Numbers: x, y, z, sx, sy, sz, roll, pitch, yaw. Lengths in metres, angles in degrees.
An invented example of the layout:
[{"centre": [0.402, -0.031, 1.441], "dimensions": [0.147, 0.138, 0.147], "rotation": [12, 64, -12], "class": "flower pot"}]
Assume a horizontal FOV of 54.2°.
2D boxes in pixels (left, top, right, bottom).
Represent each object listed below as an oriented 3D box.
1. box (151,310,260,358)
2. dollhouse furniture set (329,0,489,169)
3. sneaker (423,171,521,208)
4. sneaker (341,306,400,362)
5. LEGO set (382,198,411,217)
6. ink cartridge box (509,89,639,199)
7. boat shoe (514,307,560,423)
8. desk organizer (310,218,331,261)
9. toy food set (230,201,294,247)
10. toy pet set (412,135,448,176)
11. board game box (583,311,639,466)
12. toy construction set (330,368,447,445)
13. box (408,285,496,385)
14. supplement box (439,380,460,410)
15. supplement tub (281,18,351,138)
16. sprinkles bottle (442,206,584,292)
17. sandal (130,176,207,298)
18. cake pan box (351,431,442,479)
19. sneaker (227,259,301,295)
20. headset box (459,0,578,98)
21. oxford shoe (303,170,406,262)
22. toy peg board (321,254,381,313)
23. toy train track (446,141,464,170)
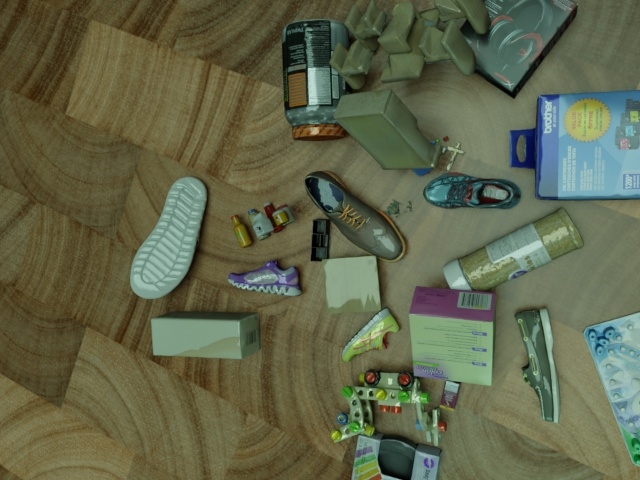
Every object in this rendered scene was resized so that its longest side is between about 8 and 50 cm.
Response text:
[{"centre": [-0.361, 0.294, 1.970], "dimensions": [0.312, 0.148, 0.121], "rotation": [-1, 94, 20], "class": "box"}, {"centre": [0.229, -0.418, 1.635], "dimensions": [0.362, 0.256, 0.393], "rotation": [5, 66, 42], "class": "dollhouse furniture set"}, {"centre": [0.406, -0.136, 1.696], "dimensions": [0.262, 0.125, 0.104], "rotation": [1, 93, 18], "class": "sneaker"}, {"centre": [0.147, 0.296, 1.835], "dimensions": [0.094, 0.081, 0.208], "rotation": [46, 105, 8], "class": "sneaker"}, {"centre": [0.223, -0.092, 1.818], "dimensions": [0.083, 0.023, 0.054], "rotation": [7, 98, 5], "class": "LEGO set"}, {"centre": [0.689, -0.236, 1.587], "dimensions": [0.396, 0.151, 0.269], "rotation": [0, 94, 20], "class": "ink cartridge box"}, {"centre": [0.586, 0.336, 1.680], "dimensions": [0.091, 0.109, 0.304], "rotation": [-8, 85, 19], "class": "boat shoe"}, {"centre": [0.000, 0.000, 1.879], "dimensions": [0.047, 0.050, 0.130], "rotation": [5, 95, 18], "class": "desk organizer"}, {"centre": [-0.171, -0.069, 1.891], "dimensions": [0.232, 0.111, 0.104], "rotation": [-30, 83, 49], "class": "toy food set"}, {"centre": [0.303, -0.229, 1.733], "dimensions": [0.114, 0.122, 0.065], "rotation": [-28, 90, 34], "class": "toy pet set"}, {"centre": [0.935, 0.355, 1.593], "dimensions": [0.390, 0.050, 0.389], "rotation": [-21, 87, 18], "class": "board game box"}, {"centre": [0.196, 0.483, 1.791], "dimensions": [0.328, 0.151, 0.214], "rotation": [2, 75, 13], "class": "toy construction set"}, {"centre": [0.359, 0.256, 1.685], "dimensions": [0.214, 0.117, 0.242], "rotation": [3, 127, 18], "class": "box"}, {"centre": [0.371, 0.435, 1.782], "dimensions": [0.043, 0.055, 0.083], "rotation": [14, 97, 17], "class": "supplement box"}, {"centre": [-0.010, -0.448, 1.779], "dimensions": [0.194, 0.194, 0.315], "rotation": [0, 94, 18], "class": "supplement tub"}, {"centre": [0.510, 0.043, 1.676], "dimensions": [0.356, 0.121, 0.121], "rotation": [-29, 84, 18], "class": "sprinkles bottle"}, {"centre": [-0.467, -0.001, 2.016], "dimensions": [0.170, 0.102, 0.416], "rotation": [26, 89, 0], "class": "sandal"}, {"centre": [0.217, 0.707, 1.847], "dimensions": [0.246, 0.070, 0.266], "rotation": [11, 97, 15], "class": "cake pan box"}, {"centre": [-0.168, 0.110, 1.927], "dimensions": [0.237, 0.095, 0.104], "rotation": [6, 89, 13], "class": "sneaker"}, {"centre": [0.509, -0.560, 1.642], "dimensions": [0.218, 0.110, 0.293], "rotation": [39, 105, 13], "class": "headset box"}, {"centre": [0.088, -0.063, 1.802], "dimensions": [0.364, 0.133, 0.130], "rotation": [40, 104, 12], "class": "oxford shoe"}, {"centre": [0.097, 0.126, 1.844], "dimensions": [0.161, 0.079, 0.161], "rotation": [-5, 93, 13], "class": "toy peg board"}, {"centre": [0.374, -0.237, 1.760], "dimensions": [0.048, 0.014, 0.083], "rotation": [22, 106, 9], "class": "toy train track"}]
